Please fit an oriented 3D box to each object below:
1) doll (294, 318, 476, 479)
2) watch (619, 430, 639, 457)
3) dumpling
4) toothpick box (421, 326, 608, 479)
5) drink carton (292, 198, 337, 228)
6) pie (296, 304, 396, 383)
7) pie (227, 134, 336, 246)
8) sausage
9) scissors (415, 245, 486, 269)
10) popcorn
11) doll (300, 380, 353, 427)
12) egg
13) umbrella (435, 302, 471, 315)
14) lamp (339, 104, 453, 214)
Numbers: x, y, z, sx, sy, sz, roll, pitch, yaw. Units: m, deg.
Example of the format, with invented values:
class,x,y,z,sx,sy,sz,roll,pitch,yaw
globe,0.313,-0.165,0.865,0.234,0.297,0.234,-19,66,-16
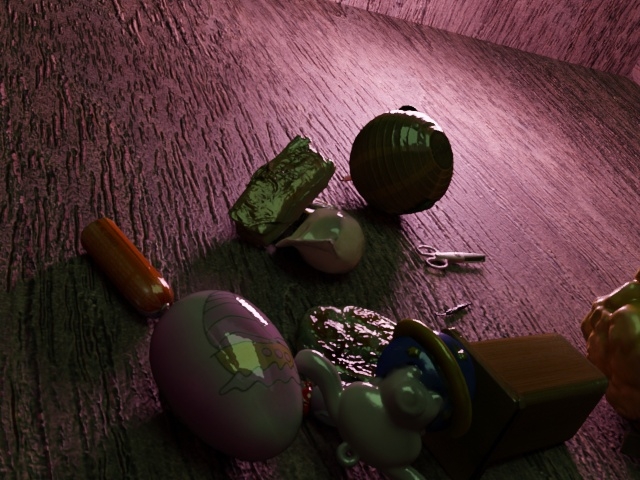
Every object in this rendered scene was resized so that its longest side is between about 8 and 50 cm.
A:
class,x,y,z,sx,sy,sz,roll,pitch,yaw
doll,0.140,0.258,1.396,0.242,0.159,0.311,-13,72,-36
watch,0.664,0.429,1.658,0.268,0.102,0.165,14,30,0
dumpling,0.002,-0.001,1.888,0.166,0.126,0.216,4,31,23
toothpick box,0.319,0.260,1.595,0.308,0.187,0.190,0,35,-42
drink carton,-0.049,-0.067,2.008,0.165,0.056,0.071,20,33,-5
pie,0.065,0.190,1.655,0.240,0.054,0.240,16,30,-9
pie,-0.076,-0.104,1.937,0.128,0.068,0.282,38,58,2
sausage,-0.314,0.055,1.590,0.071,0.071,0.234,-9,42,-44
scissors,0.296,0.039,2.114,0.176,0.022,0.085,2,33,-28
popcorn,0.674,0.215,1.783,0.390,0.344,0.354,42,61,-7
doll,0.007,0.251,1.491,0.180,0.079,0.094,9,37,1
egg,-0.131,0.190,1.360,0.196,0.196,0.271,-2,30,-38
umbrella,0.275,0.141,1.934,0.022,0.013,0.122,18,21,41
lamp,0.164,-0.168,2.190,0.250,0.284,0.250,24,59,-47
